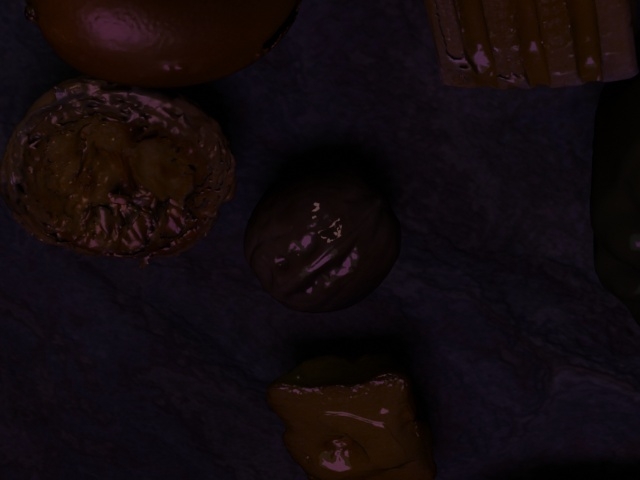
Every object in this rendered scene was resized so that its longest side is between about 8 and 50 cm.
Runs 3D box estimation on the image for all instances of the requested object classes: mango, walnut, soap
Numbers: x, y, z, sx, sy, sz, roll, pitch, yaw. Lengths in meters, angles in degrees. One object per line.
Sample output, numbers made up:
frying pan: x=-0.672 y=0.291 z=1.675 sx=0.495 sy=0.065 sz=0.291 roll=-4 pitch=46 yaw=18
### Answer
mango: x=-0.129 y=-0.210 z=1.395 sx=0.236 sy=0.166 sz=0.136 roll=-7 pitch=-178 yaw=-10
walnut: x=0.000 y=0.000 z=1.598 sx=0.140 sy=0.140 sz=0.162 roll=37 pitch=121 yaw=-26
soap: x=0.161 y=-0.245 z=1.341 sx=0.173 sy=0.089 sz=0.274 roll=-4 pitch=135 yaw=14

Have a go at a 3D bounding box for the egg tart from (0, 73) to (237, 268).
egg tart: x=-0.191 y=-0.080 z=1.581 sx=0.231 sy=0.098 sz=0.252 roll=-7 pitch=138 yaw=8

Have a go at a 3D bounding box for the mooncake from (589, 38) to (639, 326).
mooncake: x=0.407 y=-0.040 z=1.437 sx=0.356 sy=0.194 sz=0.356 roll=6 pitch=138 yaw=6

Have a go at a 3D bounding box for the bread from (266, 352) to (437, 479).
bread: x=0.040 y=0.196 z=1.833 sx=0.160 sy=0.088 sz=0.233 roll=2 pitch=139 yaw=16
